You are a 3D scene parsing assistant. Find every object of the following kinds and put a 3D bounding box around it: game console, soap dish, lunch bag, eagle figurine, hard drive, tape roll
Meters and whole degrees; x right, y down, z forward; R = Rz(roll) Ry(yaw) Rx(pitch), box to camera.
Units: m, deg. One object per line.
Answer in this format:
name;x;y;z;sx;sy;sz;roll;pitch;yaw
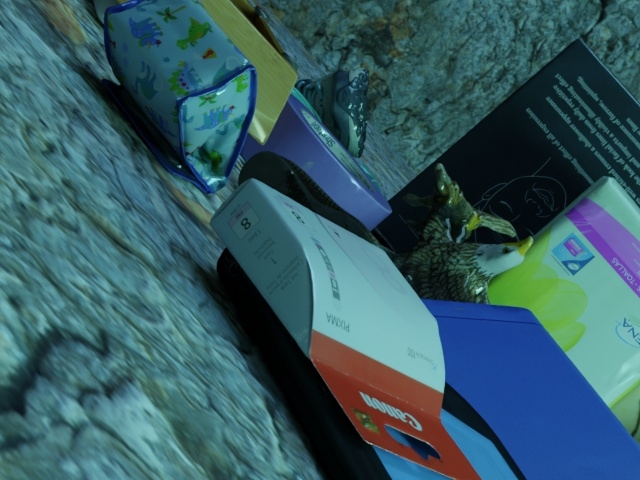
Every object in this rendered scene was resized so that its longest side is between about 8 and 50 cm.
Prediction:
game console;0.093;0.185;1.228;0.342;0.060;0.386;42;9;-42
soap dish;-0.140;-0.240;1.787;0.229;0.118;0.291;45;7;-23
lunch bag;-0.124;-0.127;1.423;0.129;0.096;0.151;53;-21;26
eagle figurine;0.162;0.066;1.899;0.226;0.225;0.298;7;58;-13
hard drive;0.190;0.167;1.561;0.210;0.040;0.318;6;32;-31
tape roll;-0.009;-0.077;1.865;0.189;0.080;0.189;48;7;-8

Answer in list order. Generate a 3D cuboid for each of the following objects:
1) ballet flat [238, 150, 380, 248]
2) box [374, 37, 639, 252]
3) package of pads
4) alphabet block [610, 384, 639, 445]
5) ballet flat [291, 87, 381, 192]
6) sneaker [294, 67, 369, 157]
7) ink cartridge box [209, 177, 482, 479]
ballet flat;0.000;0.000;1.561;0.058;0.084;0.250;39;7;-47
box;0.323;-0.031;2.313;0.293;0.395;0.212;52;7;19
package of pads;0.331;0.097;2.097;0.229;0.296;0.101;49;6;0
alphabet block;0.430;0.262;2.225;0.192;0.197;0.193;48;8;-8
ballet flat;-0.025;-0.113;2.020;0.247;0.083;0.087;46;-16;-21
sneaker;-0.007;-0.160;2.114;0.122;0.110;0.283;5;-4;-6
ink cartridge box;0.039;0.069;1.211;0.189;0.066;0.232;29;15;-51
